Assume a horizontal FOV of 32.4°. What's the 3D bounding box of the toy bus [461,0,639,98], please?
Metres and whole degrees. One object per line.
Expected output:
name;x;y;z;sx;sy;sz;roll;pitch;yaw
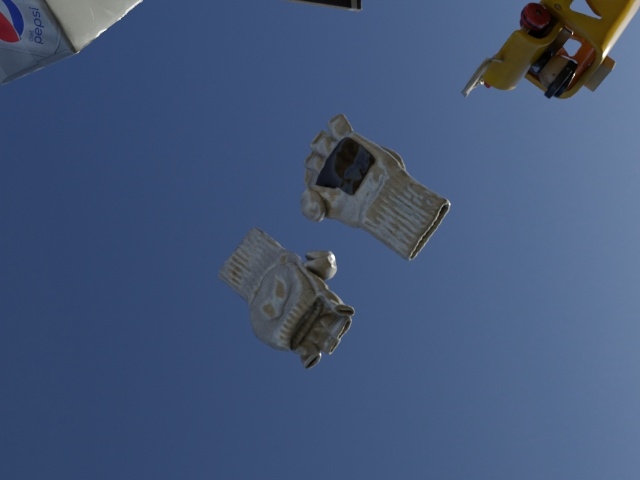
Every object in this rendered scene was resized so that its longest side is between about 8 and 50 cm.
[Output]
toy bus;0.240;-0.194;1.088;0.104;0.191;0.202;36;-81;3

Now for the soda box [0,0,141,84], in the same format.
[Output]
soda box;-0.193;-0.246;0.945;0.098;0.091;0.286;61;-146;-22

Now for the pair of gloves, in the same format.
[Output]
pair of gloves;0.000;0.000;1.149;0.042;0.240;0.204;32;-169;-44

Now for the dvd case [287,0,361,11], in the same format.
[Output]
dvd case;-0.028;-0.477;1.844;0.221;0.018;0.164;0;-97;-33
